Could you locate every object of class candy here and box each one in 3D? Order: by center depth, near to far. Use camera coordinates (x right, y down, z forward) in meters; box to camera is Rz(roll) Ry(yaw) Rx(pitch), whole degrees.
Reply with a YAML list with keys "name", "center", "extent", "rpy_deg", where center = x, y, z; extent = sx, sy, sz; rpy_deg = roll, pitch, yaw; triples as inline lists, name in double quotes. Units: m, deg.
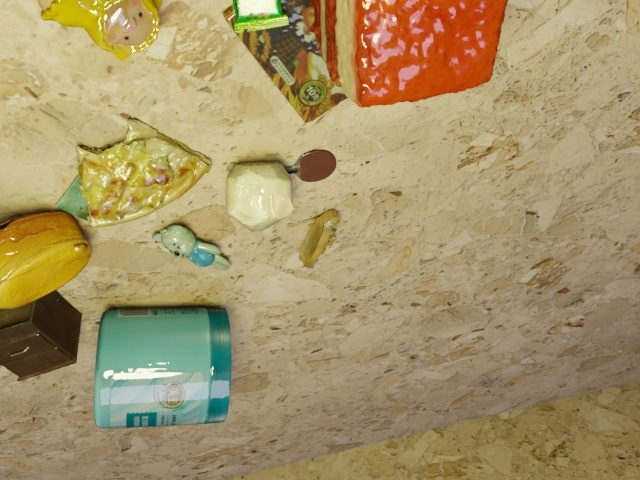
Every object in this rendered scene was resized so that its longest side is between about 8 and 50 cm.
- name: "candy"
  center: [-0.119, -0.469, 0.927]
  extent: [0.102, 0.032, 0.179]
  rpy_deg: [-8, 120, 1]

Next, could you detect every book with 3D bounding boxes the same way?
- name: "book"
  center: [0.066, -0.452, 1.033]
  extent: [0.427, 0.039, 0.300]
  rpy_deg: [-31, 133, 14]
- name: "book"
  center: [-0.535, -0.102, 1.217]
  extent: [0.103, 0.017, 0.135]
  rpy_deg: [29, 119, -37]

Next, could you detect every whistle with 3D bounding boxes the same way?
- name: "whistle"
  center: [-0.328, 0.029, 1.377]
  extent: [0.113, 0.077, 0.235]
  rpy_deg: [-18, 144, 30]

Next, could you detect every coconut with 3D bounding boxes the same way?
- name: "coconut"
  center: [-0.143, -0.101, 1.224]
  extent: [0.160, 0.161, 0.162]
  rpy_deg: [-6, 103, -12]

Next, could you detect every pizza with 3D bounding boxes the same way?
- name: "pizza"
  center: [-0.413, -0.142, 1.157]
  extent: [0.323, 0.089, 0.223]
  rpy_deg: [-27, 136, 1]

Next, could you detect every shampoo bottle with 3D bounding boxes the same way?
- name: "shampoo bottle"
  center: [-0.446, 0.355, 1.485]
  extent: [0.342, 0.331, 0.331]
  rpy_deg: [3, 133, -18]

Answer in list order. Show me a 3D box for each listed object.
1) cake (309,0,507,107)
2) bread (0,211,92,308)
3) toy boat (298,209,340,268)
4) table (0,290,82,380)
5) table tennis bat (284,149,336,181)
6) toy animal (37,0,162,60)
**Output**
- name: "cake"
  center: [0.135, -0.396, 0.851]
  extent: [0.269, 0.320, 0.270]
  rpy_deg: [-9, 133, -6]
- name: "bread"
  center: [-0.655, 0.037, 1.173]
  extent: [0.269, 0.142, 0.195]
  rpy_deg: [-35, 165, -48]
- name: "toy boat"
  center: [0.000, 0.000, 1.462]
  extent: [0.072, 0.064, 0.206]
  rpy_deg: [-8, 141, -36]
- name: "table"
  center: [-0.766, 0.236, 1.374]
  extent: [0.169, 0.173, 0.193]
  rpy_deg: [-18, 137, 1]
- name: "table tennis bat"
  center: [-0.037, -0.181, 1.298]
  extent: [0.157, 0.014, 0.095]
  rpy_deg: [-11, 138, -10]
- name: "toy animal"
  center: [-0.386, -0.407, 0.875]
  extent: [0.156, 0.156, 0.229]
  rpy_deg: [-41, 142, 24]
